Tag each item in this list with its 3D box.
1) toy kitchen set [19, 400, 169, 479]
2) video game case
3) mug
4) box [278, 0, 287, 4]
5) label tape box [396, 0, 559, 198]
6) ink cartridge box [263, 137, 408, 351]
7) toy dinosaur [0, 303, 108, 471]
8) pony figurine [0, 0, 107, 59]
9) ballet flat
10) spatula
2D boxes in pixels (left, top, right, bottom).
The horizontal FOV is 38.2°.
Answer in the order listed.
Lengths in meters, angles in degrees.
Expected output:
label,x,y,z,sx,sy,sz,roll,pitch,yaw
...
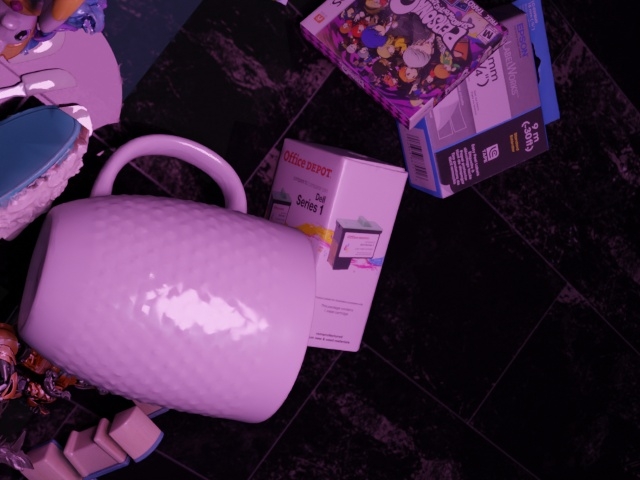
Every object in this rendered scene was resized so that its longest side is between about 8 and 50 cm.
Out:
label,x,y,z,sx,sy,sz,roll,pitch,yaw
toy kitchen set,-0.309,0.287,1.383,0.207,0.166,0.122,-24,119,20
video game case,0.123,-0.309,1.372,0.210,0.042,0.232,-42,74,-11
mug,-0.207,0.033,1.231,0.328,0.276,0.373,15,66,-23
box,-0.099,-0.417,1.309,0.178,0.042,0.109,18,95,-30
label tape box,0.284,-0.248,1.523,0.334,0.106,0.240,-25,115,-20
ink cartridge box,0.000,0.000,1.384,0.117,0.201,0.278,11,98,-30
toy dinosaur,-0.446,0.186,1.259,0.322,0.164,0.218,11,83,-12
pony figurine,-0.308,-0.376,1.066,0.303,0.363,0.350,23,74,-24
ballet flat,-0.468,-0.025,1.184,0.409,0.147,0.147,-35,117,-10
spatula,-0.434,-0.184,1.209,0.242,0.019,0.168,-19,113,-23
